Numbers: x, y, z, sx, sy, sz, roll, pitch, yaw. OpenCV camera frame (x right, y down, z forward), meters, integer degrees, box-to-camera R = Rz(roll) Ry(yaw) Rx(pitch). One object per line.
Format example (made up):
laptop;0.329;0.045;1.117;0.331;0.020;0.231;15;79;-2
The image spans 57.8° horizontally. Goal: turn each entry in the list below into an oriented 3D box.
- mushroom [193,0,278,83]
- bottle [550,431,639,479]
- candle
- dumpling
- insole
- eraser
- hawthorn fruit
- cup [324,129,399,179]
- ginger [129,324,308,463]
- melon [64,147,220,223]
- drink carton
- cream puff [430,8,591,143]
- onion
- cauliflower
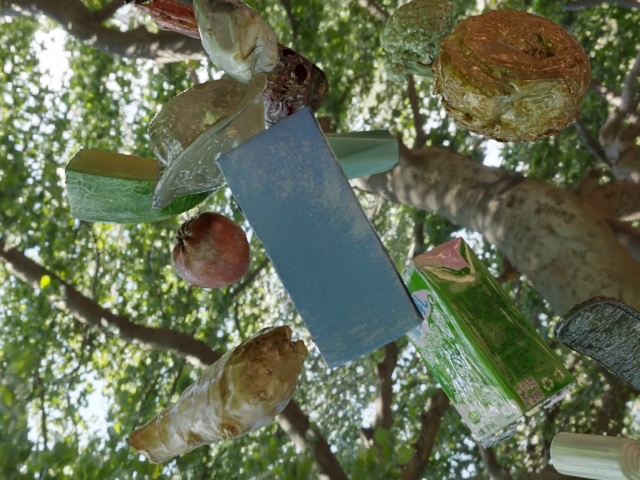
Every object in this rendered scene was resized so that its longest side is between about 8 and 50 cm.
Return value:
mushroom;-0.127;-0.307;0.804;0.096;0.099;0.278;-16;-136;-11
bottle;0.681;0.518;1.377;0.104;0.104;0.245;1;170;-35
candle;-0.207;-0.379;1.026;0.301;0.059;0.084;21;167;5
dumpling;-0.191;-0.153;0.889;0.175;0.243;0.227;26;-130;8
insole;0.377;0.127;0.651;0.309;0.110;0.012;26;-147;-28
eraser;0.000;0.000;0.749;0.312;0.144;0.042;61;-171;-3
hawthorn fruit;-0.230;0.025;1.243;0.172;0.173;0.173;14;-158;-6
cup;0.084;-0.221;1.518;0.235;0.148;0.134;-10;169;-21
ginger;-0.180;0.255;1.013;0.166;0.375;0.236;49;-142;-34
melon;-0.326;-0.108;1.153;0.323;0.196;0.124;-3;-110;-19
drink carton;0.223;0.147;0.854;0.108;0.161;0.271;-24;-115;-24
cream puff;0.406;-0.339;1.268;0.343;0.231;0.327;-36;-119;-28
onion;-0.114;-0.413;1.576;0.216;0.206;0.207;24;-174;17
cauliflower;0.307;-0.602;1.790;0.260;0.327;0.281;23;162;43
